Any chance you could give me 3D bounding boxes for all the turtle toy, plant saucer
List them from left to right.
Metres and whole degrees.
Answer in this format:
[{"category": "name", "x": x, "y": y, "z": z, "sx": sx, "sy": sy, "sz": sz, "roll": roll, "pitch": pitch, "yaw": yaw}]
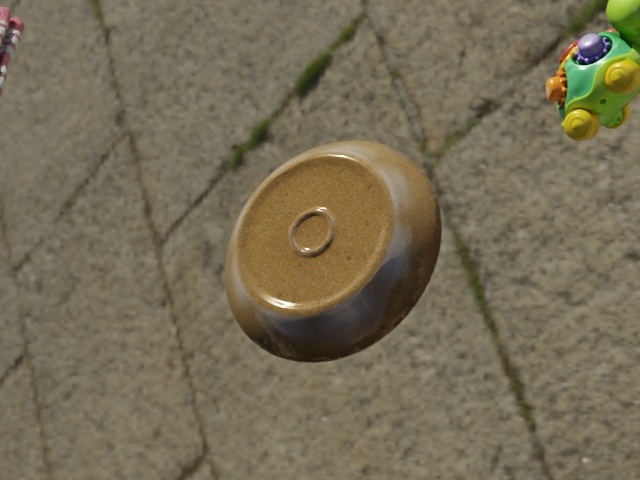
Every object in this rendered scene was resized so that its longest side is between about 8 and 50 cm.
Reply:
[{"category": "plant saucer", "x": 0.000, "y": 0.000, "z": 0.450, "sx": 0.083, "sy": 0.015, "sz": 0.083, "roll": -12, "pitch": 62, "yaw": 24}, {"category": "turtle toy", "x": 0.224, "y": -0.136, "z": 1.014, "sx": 0.066, "sy": 0.095, "sz": 0.130, "roll": 46, "pitch": 122, "yaw": 15}]

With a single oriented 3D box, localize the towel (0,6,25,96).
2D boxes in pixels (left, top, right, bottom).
[{"category": "towel", "x": -0.196, "y": -0.025, "z": 0.600, "sx": 0.144, "sy": 0.029, "sz": 0.197, "roll": -38, "pitch": 27, "yaw": 15}]
